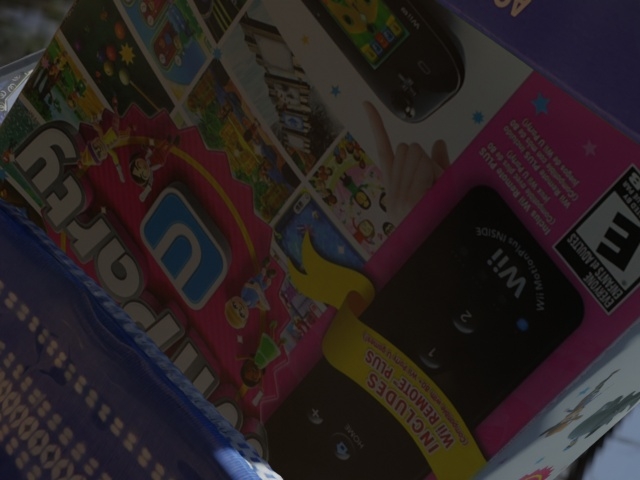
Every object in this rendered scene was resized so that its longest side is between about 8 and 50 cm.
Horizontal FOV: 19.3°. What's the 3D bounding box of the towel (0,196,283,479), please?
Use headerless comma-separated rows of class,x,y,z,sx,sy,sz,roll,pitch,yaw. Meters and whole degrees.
towel,-0.149,0.151,0.434,0.336,0.040,0.243,-50,-139,0

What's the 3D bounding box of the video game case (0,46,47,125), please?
video game case,-0.161,0.027,1.084,0.275,0.248,0.035,57,-23,18

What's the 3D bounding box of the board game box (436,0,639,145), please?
board game box,0.123,-0.095,0.293,0.317,0.046,0.213,41,-75,41

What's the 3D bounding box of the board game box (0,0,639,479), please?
board game box,0.000,0.000,0.662,0.097,0.224,0.303,-19,156,-46
